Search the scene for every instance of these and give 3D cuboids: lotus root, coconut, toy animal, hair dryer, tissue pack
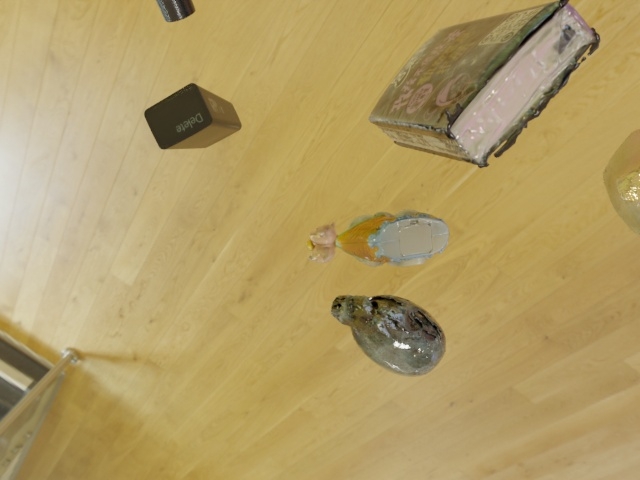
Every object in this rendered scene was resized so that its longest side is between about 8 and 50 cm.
[{"bbox_3d":[0.086,0.108,0.547,0.165,0.088,0.088,33,129,-28],"label":"lotus root"},{"bbox_3d":[0.640,-0.110,0.835,0.237,0.236,0.197,38,158,-9],"label":"coconut"},{"bbox_3d":[0.000,0.000,1.198,0.092,0.114,0.081,9,133,21],"label":"toy animal"},{"bbox_3d":[-0.300,-0.570,0.998,0.072,0.219,0.124,-3,134,14],"label":"hair dryer"},{"bbox_3d":[0.247,-0.276,0.822,0.122,0.361,0.259,40,94,-21],"label":"tissue pack"}]

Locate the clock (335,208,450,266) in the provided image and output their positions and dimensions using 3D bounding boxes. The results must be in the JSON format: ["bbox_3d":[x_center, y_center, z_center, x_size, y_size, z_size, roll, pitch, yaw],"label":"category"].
[{"bbox_3d":[0.139,-0.007,0.888,0.231,0.144,0.103,-4,93,-19],"label":"clock"}]

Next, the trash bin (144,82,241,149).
[{"bbox_3d":[-0.331,-0.322,1.265,0.165,0.225,0.114,-24,91,15],"label":"trash bin"}]
